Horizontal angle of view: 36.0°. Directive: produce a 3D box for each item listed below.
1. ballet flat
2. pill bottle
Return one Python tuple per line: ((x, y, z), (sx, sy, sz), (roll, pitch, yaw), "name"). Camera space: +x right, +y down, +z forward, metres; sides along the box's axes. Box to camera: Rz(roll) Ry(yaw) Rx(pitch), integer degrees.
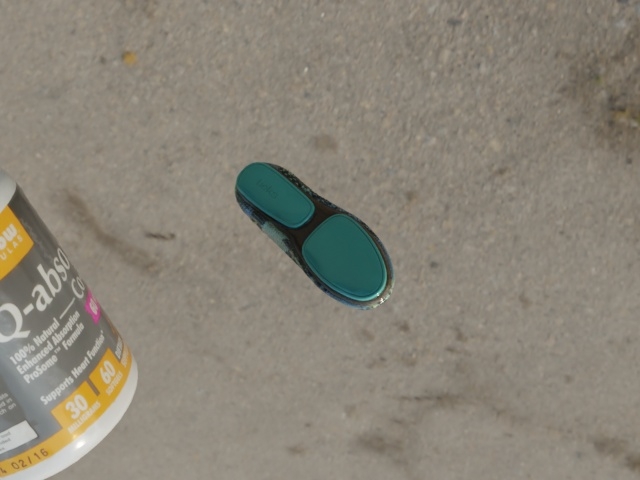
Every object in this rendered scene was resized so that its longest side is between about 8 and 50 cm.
((0.000, 0.000, 0.840), (0.188, 0.070, 0.070), (46, 154, 32), "ballet flat")
((-0.271, 0.041, 0.743), (0.162, 0.162, 0.278), (-8, 124, 32), "pill bottle")
